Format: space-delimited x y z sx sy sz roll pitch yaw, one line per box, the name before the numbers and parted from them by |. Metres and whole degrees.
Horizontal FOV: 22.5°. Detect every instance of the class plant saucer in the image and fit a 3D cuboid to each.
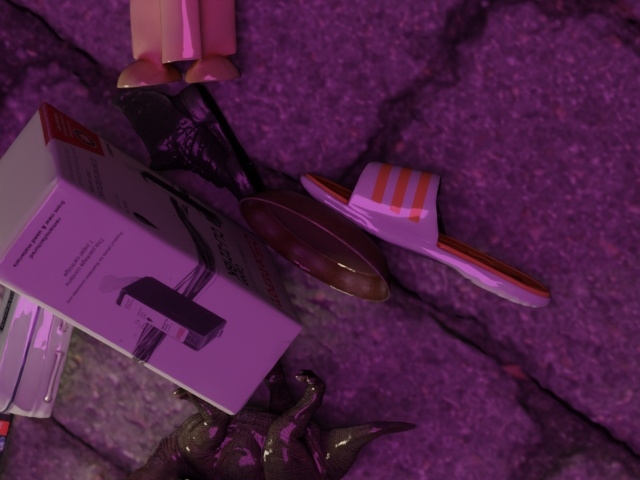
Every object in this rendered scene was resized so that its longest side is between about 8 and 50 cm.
plant saucer | 0.000 0.000 1.525 0.168 0.168 0.029 32 75 4

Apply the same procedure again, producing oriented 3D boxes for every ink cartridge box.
ink cartridge box | -0.167 0.016 1.478 0.273 0.197 0.114 34 103 -25

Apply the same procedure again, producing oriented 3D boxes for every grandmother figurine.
grandmother figurine | -0.135 -0.322 1.528 0.208 0.104 0.342 -5 99 1

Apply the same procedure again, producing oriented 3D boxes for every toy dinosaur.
toy dinosaur | -0.057 0.202 1.592 0.313 0.121 0.160 -6 109 6

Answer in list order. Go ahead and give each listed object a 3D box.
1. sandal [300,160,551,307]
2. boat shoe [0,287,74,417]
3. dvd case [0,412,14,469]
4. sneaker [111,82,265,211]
sandal | 0.110 -0.023 1.531 0.265 0.102 0.076 25 98 -1
boat shoe | -0.266 0.053 1.613 0.084 0.095 0.258 18 96 -24
dvd case | -0.368 0.216 1.657 0.087 0.013 0.119 9 75 5
sneaker | -0.129 -0.087 1.583 0.089 0.051 0.170 -31 87 12
